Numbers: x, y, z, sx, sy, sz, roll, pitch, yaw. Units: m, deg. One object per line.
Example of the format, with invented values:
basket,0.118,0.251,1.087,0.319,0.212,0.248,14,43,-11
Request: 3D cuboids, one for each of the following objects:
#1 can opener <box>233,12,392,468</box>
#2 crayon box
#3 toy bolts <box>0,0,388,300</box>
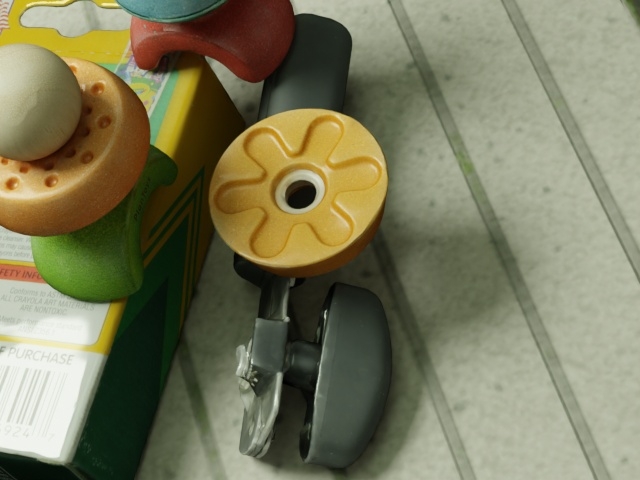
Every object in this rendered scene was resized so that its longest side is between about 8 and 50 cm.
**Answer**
can opener,0.000,0.000,0.937,0.095,0.076,0.283,14,61,-9
crayon box,-0.176,-0.008,0.984,0.203,0.083,0.322,5,63,22
toy bolts,-0.072,-0.100,0.859,0.218,0.158,0.228,3,62,16
